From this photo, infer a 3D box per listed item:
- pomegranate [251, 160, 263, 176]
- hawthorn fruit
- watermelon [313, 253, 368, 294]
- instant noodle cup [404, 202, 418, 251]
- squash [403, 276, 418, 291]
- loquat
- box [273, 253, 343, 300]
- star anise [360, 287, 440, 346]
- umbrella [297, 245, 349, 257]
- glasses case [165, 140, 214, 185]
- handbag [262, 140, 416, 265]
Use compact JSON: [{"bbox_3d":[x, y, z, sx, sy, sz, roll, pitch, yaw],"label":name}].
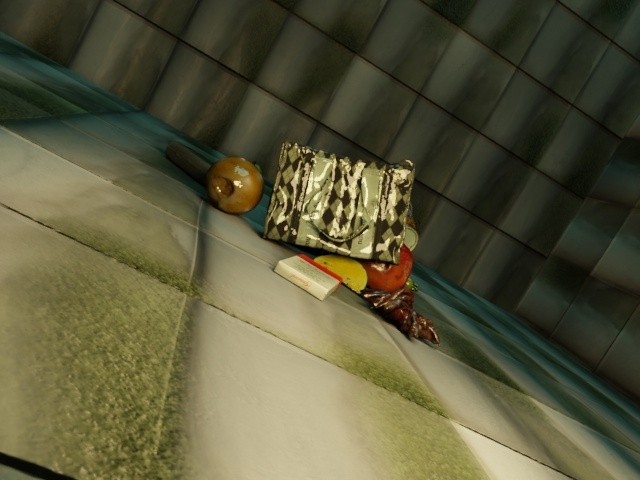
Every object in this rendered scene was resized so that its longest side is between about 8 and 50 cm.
[{"bbox_3d":[-0.313,-0.247,2.390,0.169,0.122,0.143,-23,12,-39],"label":"pomegranate"},{"bbox_3d":[0.213,0.047,1.895,0.208,0.243,0.207,27,7,-4],"label":"hawthorn fruit"},{"bbox_3d":[0.077,0.087,1.723,0.182,0.075,0.092,33,8,27],"label":"watermelon"},{"bbox_3d":[0.292,-0.050,2.466,0.251,0.251,0.190,26,32,-32],"label":"instant noodle cup"},{"bbox_3d":[0.272,0.128,2.294,0.258,0.069,0.069,33,7,15],"label":"squash"},{"bbox_3d":[-0.258,-0.167,1.785,0.179,0.179,0.227,30,10,3],"label":"loquat"},{"bbox_3d":[-0.024,0.087,1.464,0.139,0.035,0.245,30,7,7],"label":"box"},{"bbox_3d":[0.224,0.180,1.561,0.272,0.102,0.272,32,4,-3],"label":"star anise"},{"bbox_3d":[0.003,-0.005,1.945,0.358,0.113,0.106,24,31,-39],"label":"umbrella"},{"bbox_3d":[-0.444,-0.269,2.146,0.323,0.074,0.131,35,7,39],"label":"glasses case"},{"bbox_3d":[0.063,-0.117,1.726,0.417,0.316,0.180,13,4,-2],"label":"handbag"}]
